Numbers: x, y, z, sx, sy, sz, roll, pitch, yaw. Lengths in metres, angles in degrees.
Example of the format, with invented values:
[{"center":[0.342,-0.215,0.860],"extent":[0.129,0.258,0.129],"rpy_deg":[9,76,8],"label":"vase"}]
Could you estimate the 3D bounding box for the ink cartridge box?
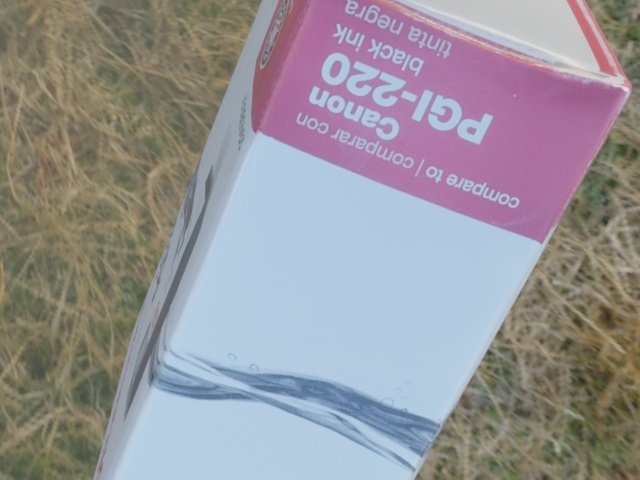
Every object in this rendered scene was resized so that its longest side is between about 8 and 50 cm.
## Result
[{"center":[0.000,0.000,0.422],"extent":[0.092,0.159,0.218],"rpy_deg":[18,117,-9],"label":"ink cartridge box"}]
